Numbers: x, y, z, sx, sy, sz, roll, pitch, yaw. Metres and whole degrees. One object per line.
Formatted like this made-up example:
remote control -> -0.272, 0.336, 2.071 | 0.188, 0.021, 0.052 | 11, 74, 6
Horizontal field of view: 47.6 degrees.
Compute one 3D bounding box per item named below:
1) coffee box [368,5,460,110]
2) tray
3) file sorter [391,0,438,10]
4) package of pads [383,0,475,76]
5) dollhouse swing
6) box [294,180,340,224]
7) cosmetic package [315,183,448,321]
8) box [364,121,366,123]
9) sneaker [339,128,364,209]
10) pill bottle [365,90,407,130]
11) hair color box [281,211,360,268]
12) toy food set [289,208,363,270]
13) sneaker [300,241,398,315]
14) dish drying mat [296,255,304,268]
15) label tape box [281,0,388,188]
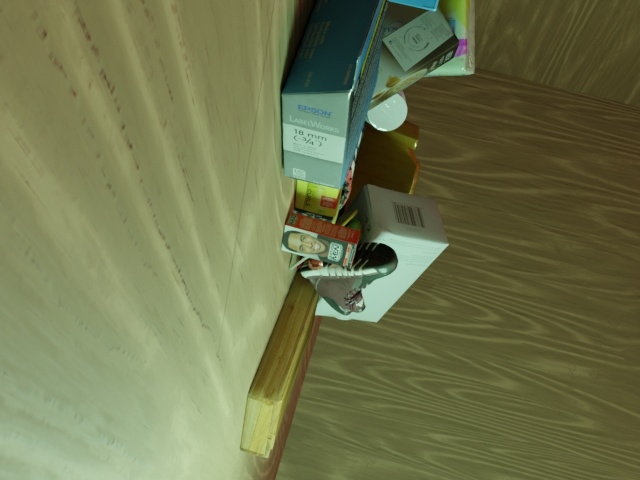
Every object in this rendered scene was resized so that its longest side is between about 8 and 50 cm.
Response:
coffee box -> 0.167, -0.388, 1.578 | 0.247, 0.098, 0.141 | -32, 178, 5
tray -> -0.086, 0.283, 1.719 | 0.410, 0.076, 0.202 | -71, 174, -51
file sorter -> 0.167, -0.552, 1.472 | 0.104, 0.171, 0.118 | -72, 175, -60
package of pads -> 0.241, -0.535, 1.702 | 0.101, 0.229, 0.296 | -17, 109, -61
dollhouse swing -> 0.181, -0.214, 2.130 | 0.305, 0.315, 0.346 | -33, 141, -53
box -> -0.001, -0.106, 1.409 | 0.232, 0.088, 0.058 | 100, 7, -56
cosmetic package -> 0.129, 0.047, 1.864 | 0.385, 0.217, 0.156 | -51, -143, 45
box -> 0.039, -0.172, 1.728 | 0.307, 0.077, 0.242 | -55, 159, -78
sneaker -> 0.032, -0.173, 1.490 | 0.276, 0.098, 0.135 | 98, 10, -47
pill bottle -> 0.151, -0.363, 1.864 | 0.221, 0.121, 0.121 | -104, -156, -63
hair color box -> 0.000, 0.000, 1.399 | 0.043, 0.141, 0.072 | -70, 173, -46
toy food set -> 0.031, 0.018, 1.649 | 0.218, 0.071, 0.128 | -44, -177, -36
sneaker -> 0.093, 0.099, 1.693 | 0.106, 0.281, 0.162 | -46, 117, -35
dish drying mat -> -0.048, 0.051, 1.829 | 0.083, 0.008, 0.032 | -34, 140, -83
label tape box -> 0.025, -0.263, 1.068 | 0.333, 0.106, 0.240 | 95, 12, -65
